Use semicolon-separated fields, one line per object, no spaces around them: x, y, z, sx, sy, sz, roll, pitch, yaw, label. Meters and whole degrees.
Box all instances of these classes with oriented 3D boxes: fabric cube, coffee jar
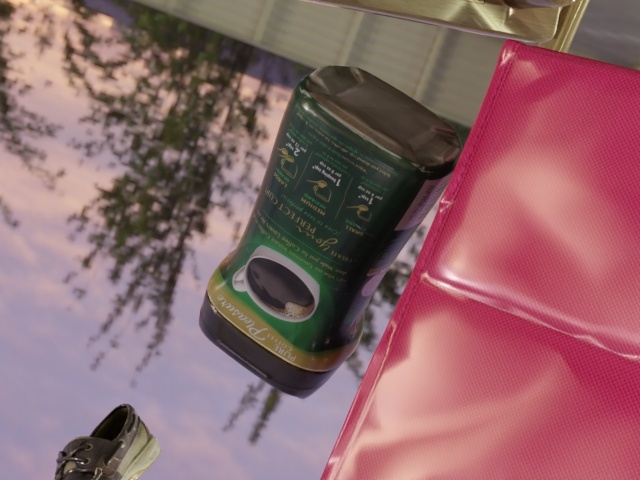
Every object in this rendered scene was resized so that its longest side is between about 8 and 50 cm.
0.202;0.083;0.558;0.258;0.259;0.254;21;177;37;fabric cube
0.000;0.000;0.638;0.096;0.184;0.079;35;-147;12;coffee jar

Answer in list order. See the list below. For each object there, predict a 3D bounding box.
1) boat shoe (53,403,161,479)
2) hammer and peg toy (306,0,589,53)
-0.295;0.294;1.431;0.092;0.103;0.285;63;-158;-6;boat shoe
0.104;-0.252;0.703;0.361;0.266;0.127;7;-173;-25;hammer and peg toy
